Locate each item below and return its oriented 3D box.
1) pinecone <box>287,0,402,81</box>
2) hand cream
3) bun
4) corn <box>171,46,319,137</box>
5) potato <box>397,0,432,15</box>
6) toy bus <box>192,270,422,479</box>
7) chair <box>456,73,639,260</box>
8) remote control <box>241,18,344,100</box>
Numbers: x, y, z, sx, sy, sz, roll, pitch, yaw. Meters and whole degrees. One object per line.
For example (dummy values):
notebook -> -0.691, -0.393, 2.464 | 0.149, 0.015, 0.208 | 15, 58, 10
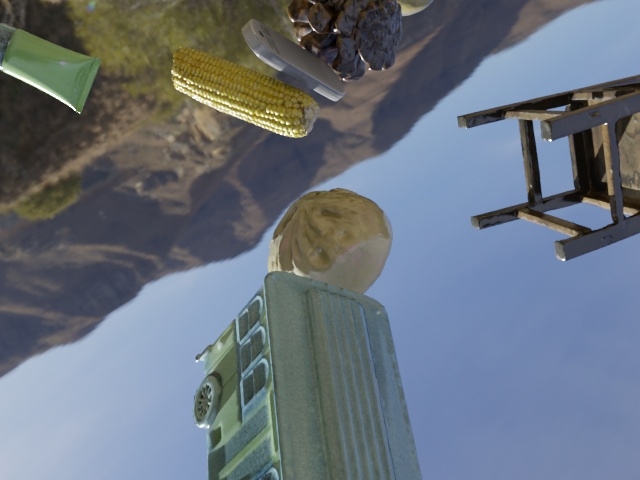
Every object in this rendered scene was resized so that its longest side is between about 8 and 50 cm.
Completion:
pinecone -> 0.041, -0.382, 1.459 | 0.202, 0.229, 0.201 | -49, -141, -3
hand cream -> -0.446, -0.282, 1.343 | 0.046, 0.175, 0.095 | -105, -141, -72
bun -> 0.000, 0.000, 1.161 | 0.178, 0.128, 0.193 | -51, -153, 14
corn -> -0.122, -0.232, 1.332 | 0.081, 0.248, 0.081 | 23, 90, -78
potato -> 0.188, -0.602, 1.789 | 0.191, 0.141, 0.296 | 22, -121, 20
toy bus -> -0.016, 0.207, 0.807 | 0.190, 0.152, 0.312 | -48, -144, 37
chair -> 0.448, -0.133, 1.238 | 0.416, 0.203, 0.240 | -15, -167, -18
remote control -> -0.037, -0.278, 1.315 | 0.022, 0.077, 0.245 | -38, 152, 23
